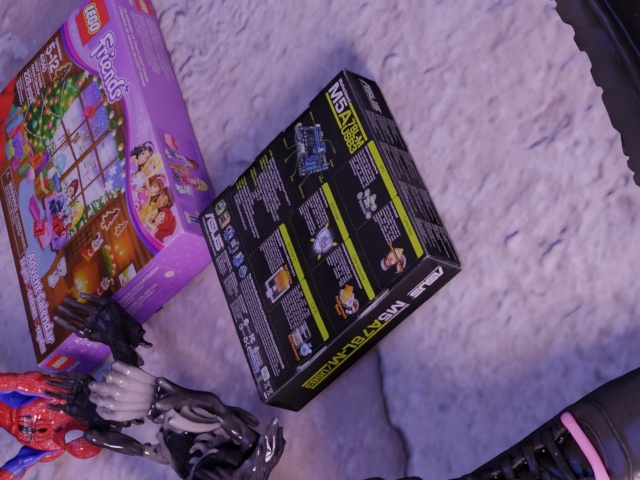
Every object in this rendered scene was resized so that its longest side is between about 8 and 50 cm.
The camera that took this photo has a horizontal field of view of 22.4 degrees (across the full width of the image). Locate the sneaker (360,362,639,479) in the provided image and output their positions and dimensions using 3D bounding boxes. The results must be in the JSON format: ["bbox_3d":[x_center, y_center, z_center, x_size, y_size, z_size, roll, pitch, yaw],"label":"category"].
[{"bbox_3d":[0.106,0.164,0.967,0.296,0.147,0.104,-46,47,24],"label":"sneaker"}]

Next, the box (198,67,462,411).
[{"bbox_3d":[0.000,0.000,1.207,0.184,0.045,0.190,-42,50,25],"label":"box"}]

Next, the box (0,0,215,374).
[{"bbox_3d":[-0.197,-0.057,1.415,0.201,0.057,0.293,-41,51,28],"label":"box"}]

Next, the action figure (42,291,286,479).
[{"bbox_3d":[-0.129,0.159,1.213,0.276,0.141,0.164,40,116,46],"label":"action figure"}]

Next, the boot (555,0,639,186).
[{"bbox_3d":[0.266,-0.185,0.922,0.260,0.131,0.348,-36,67,39],"label":"boot"}]

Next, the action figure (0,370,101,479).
[{"bbox_3d":[-0.320,0.142,1.380,0.280,0.139,0.091,17,116,23],"label":"action figure"}]
